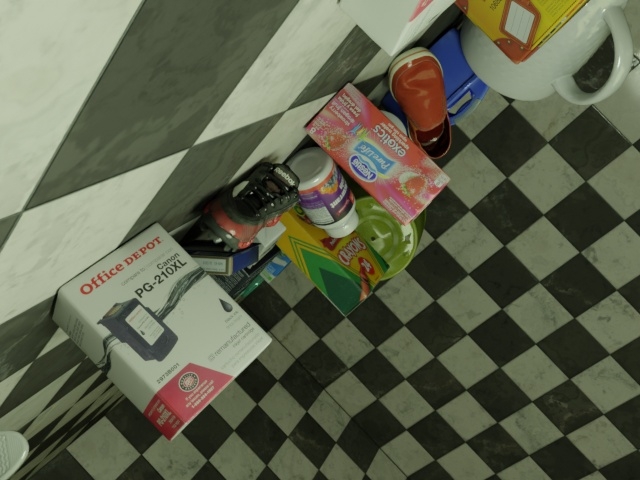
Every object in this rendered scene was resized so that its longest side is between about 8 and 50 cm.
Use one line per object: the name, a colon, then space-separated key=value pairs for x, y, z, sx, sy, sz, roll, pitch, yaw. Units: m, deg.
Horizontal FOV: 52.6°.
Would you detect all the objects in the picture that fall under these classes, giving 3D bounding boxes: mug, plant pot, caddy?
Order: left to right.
mug: x=-0.241 y=0.111 z=2.119 sx=0.129 sy=0.097 sz=0.158 roll=-43 pitch=177 yaw=0
plant pot: x=0.146 y=-0.041 z=1.882 sx=0.366 sy=0.366 sz=0.353 roll=-44 pitch=-171 yaw=11
caddy: x=0.320 y=-0.387 z=1.635 sx=0.341 sy=0.179 sz=0.241 roll=-42 pitch=179 yaw=42
mug: x=0.507 y=-0.457 z=1.348 sx=0.276 sy=0.374 sz=0.328 roll=-19 pitch=164 yaw=-21

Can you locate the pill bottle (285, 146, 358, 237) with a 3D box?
pill bottle: x=0.008 y=-0.093 z=1.343 sx=0.108 sy=0.108 sz=0.193 roll=-43 pitch=136 yaw=-9

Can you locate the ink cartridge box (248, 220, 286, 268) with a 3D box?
ink cartridge box: x=-0.143 y=-0.017 z=1.325 sx=0.061 sy=0.104 sz=0.181 roll=-42 pitch=178 yaw=-23

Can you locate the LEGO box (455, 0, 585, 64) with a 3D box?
LEGO box: x=0.428 y=-0.521 z=0.891 sx=0.372 sy=0.193 sz=0.500 roll=-43 pitch=178 yaw=-12

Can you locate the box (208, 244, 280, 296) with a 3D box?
box: x=-0.220 y=0.072 z=1.594 sx=0.207 sy=0.108 sz=0.153 roll=-45 pitch=178 yaw=36

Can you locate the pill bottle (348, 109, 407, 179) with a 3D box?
pill bottle: x=0.134 y=-0.228 z=1.618 sx=0.161 sy=0.161 sz=0.283 roll=-44 pitch=178 yaw=1

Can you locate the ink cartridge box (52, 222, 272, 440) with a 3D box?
ink cartridge box: x=-0.216 y=0.119 z=0.883 sx=0.172 sy=0.237 sz=0.100 roll=-42 pitch=174 yaw=-38

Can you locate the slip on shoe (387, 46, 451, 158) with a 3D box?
slip on shoe: x=0.232 y=-0.297 z=1.430 sx=0.123 sy=0.101 sz=0.331 roll=-26 pitch=148 yaw=3

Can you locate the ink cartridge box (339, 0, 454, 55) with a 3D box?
ink cartridge box: x=0.138 y=-0.326 z=0.702 sx=0.218 sy=0.092 sz=0.158 roll=-45 pitch=178 yaw=-15

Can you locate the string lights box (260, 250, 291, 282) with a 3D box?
string lights box: x=-0.100 y=-0.017 z=1.759 sx=0.259 sy=0.133 sz=0.077 roll=-46 pitch=178 yaw=34

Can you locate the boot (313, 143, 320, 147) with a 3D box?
boot: x=0.002 y=-0.186 z=1.392 sx=0.208 sy=0.076 sz=0.189 roll=-37 pitch=177 yaw=6

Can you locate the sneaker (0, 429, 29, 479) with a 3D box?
sneaker: x=-0.606 y=0.408 z=1.149 sx=0.256 sy=0.094 sz=0.151 roll=-34 pitch=172 yaw=1

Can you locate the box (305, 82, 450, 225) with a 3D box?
box: x=0.107 y=-0.156 z=1.202 sx=0.122 sy=0.257 sz=0.128 roll=-46 pitch=178 yaw=8

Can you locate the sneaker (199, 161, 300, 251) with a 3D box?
sneaker: x=-0.108 y=-0.068 z=1.099 sx=0.135 sy=0.097 sz=0.276 roll=-44 pitch=180 yaw=22

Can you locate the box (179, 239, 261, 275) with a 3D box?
box: x=-0.190 y=0.027 z=1.126 sx=0.225 sy=0.137 sz=0.036 roll=-36 pitch=128 yaw=-79

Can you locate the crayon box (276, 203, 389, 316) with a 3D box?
crayon box: x=0.000 y=0.000 z=1.464 sx=0.081 sy=0.318 sz=0.202 roll=-45 pitch=178 yaw=27
